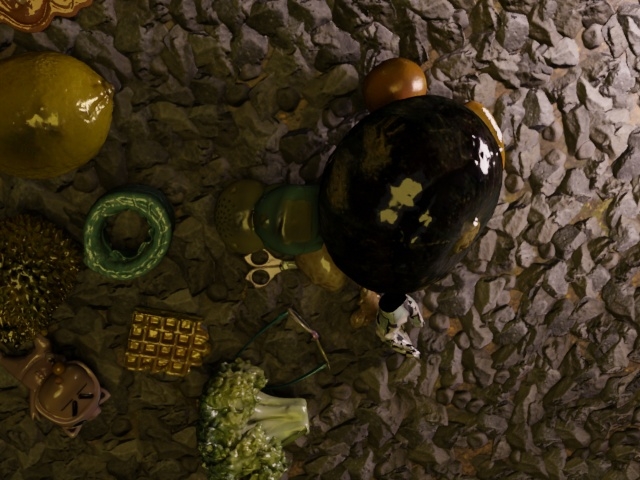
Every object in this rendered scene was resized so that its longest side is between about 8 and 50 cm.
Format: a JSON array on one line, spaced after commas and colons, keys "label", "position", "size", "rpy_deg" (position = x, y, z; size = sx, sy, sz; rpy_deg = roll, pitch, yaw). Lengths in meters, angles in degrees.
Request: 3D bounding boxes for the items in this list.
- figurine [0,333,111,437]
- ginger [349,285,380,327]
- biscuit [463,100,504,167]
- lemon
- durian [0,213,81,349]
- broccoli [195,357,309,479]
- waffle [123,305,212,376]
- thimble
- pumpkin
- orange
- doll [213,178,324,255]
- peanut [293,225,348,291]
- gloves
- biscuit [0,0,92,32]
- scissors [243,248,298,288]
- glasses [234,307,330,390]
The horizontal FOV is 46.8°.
[{"label": "figurine", "position": [-0.654, 0.337, 1.777], "size": [0.176, 0.186, 0.287], "rpy_deg": [-42, 91, -20]}, {"label": "ginger", "position": [0.135, 0.117, 1.880], "size": [0.193, 0.052, 0.176], "rpy_deg": [-29, 109, -7]}, {"label": "biscuit", "position": [0.360, -0.212, 1.814], "size": [0.203, 0.041, 0.260], "rpy_deg": [2, 110, -6]}, {"label": "lemon", "position": [-0.584, -0.264, 1.554], "size": [0.321, 0.268, 0.268], "rpy_deg": [-5, 107, 6]}, {"label": "durian", "position": [-0.684, 0.088, 1.666], "size": [0.258, 0.258, 0.293], "rpy_deg": [25, 112, -14]}, {"label": "broccoli", "position": [-0.167, 0.467, 1.840], "size": [0.280, 0.293, 0.348], "rpy_deg": [-8, 69, -1]}, {"label": "waffle", "position": [-0.375, 0.260, 1.847], "size": [0.210, 0.055, 0.160], "rpy_deg": [12, 104, -12]}, {"label": "thimble", "position": [-0.449, -0.021, 1.708], "size": [0.235, 0.143, 0.198], "rpy_deg": [-39, 106, 4]}, {"label": "pumpkin", "position": [0.193, -0.099, 1.620], "size": [0.344, 0.454, 0.454], "rpy_deg": [37, 101, 25]}, {"label": "orange", "position": [0.167, -0.347, 1.696], "size": [0.155, 0.154, 0.134], "rpy_deg": [-46, 71, 7]}, {"label": "doll", "position": [-0.131, -0.052, 1.698], "size": [0.161, 0.260, 0.177], "rpy_deg": [-10, 102, -48]}, {"label": "peanut", "position": [0.000, 0.000, 1.777], "size": [0.137, 0.122, 0.253], "rpy_deg": [-7, 94, -25]}, {"label": "gloves", "position": [0.202, 0.222, 1.883], "size": [0.111, 0.128, 0.212], "rpy_deg": [4, 136, 15]}, {"label": "biscuit", "position": [-0.656, -0.548, 1.574], "size": [0.333, 0.047, 0.202], "rpy_deg": [0, 106, -8]}, {"label": "scissors", "position": [-0.085, 0.061, 1.846], "size": [0.212, 0.021, 0.110], "rpy_deg": [-5, 104, -6]}, {"label": "glasses", "position": [-0.098, 0.280, 1.903], "size": [0.220, 0.088, 0.190], "rpy_deg": [-27, 110, 22]}]
